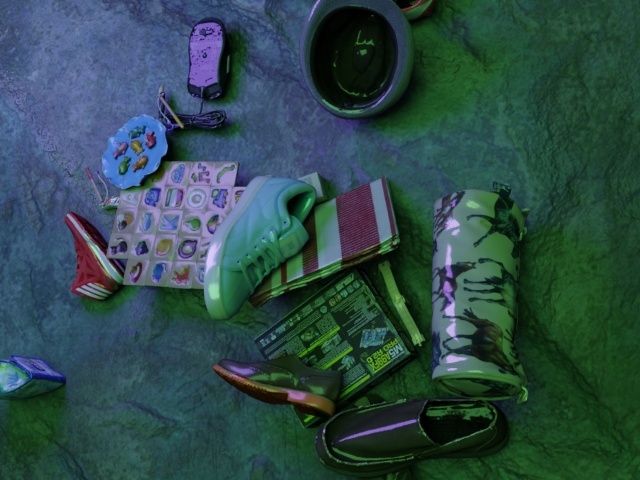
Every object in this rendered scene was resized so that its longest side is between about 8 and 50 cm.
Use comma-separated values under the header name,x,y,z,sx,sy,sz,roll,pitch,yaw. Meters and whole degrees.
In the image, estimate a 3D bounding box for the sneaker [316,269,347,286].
name,x,y,z,sx,sy,sz,roll,pitch,yaw
sneaker,-0.011,0.077,1.891,0.152,0.084,0.058,-38,33,-10

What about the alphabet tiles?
name,x,y,z,sx,sy,sz,roll,pitch,yaw
alphabet tiles,-0.300,-0.036,1.987,0.343,0.011,0.285,2,74,23

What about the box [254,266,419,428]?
name,x,y,z,sx,sy,sz,roll,pitch,yaw
box,0.027,0.215,1.855,0.270,0.060,0.216,-38,70,13

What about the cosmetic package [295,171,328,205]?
name,x,y,z,sx,sy,sz,roll,pitch,yaw
cosmetic package,-0.047,-0.097,1.971,0.115,0.041,0.060,-17,72,15

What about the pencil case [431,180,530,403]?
name,x,y,z,sx,sy,sz,roll,pitch,yaw
pencil case,0.295,0.099,1.692,0.184,0.160,0.410,0,61,10

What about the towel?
name,x,y,z,sx,sy,sz,roll,pitch,yaw
towel,0.000,0.000,1.874,0.329,0.037,0.237,-23,33,12

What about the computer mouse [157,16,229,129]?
name,x,y,z,sx,sy,sz,roll,pitch,yaw
computer mouse,-0.286,-0.370,2.111,0.184,0.060,0.262,-5,81,23

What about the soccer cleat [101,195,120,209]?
name,x,y,z,sx,sy,sz,roll,pitch,yaw
soccer cleat,-0.464,-0.085,2.119,0.083,0.029,0.035,-24,67,8

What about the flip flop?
name,x,y,z,sx,sy,sz,roll,pitch,yaw
flip flop,0.112,0.434,1.782,0.112,0.080,0.277,-11,58,-1

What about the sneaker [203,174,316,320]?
name,x,y,z,sx,sy,sz,roll,pitch,yaw
sneaker,-0.109,0.002,1.806,0.150,0.135,0.366,1,49,26

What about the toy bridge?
name,x,y,z,sx,sy,sz,roll,pitch,yaw
toy bridge,0.162,0.125,1.839,0.026,0.063,0.188,-28,70,11

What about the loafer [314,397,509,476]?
name,x,y,z,sx,sy,sz,roll,pitch,yaw
loafer,0.167,0.341,1.709,0.366,0.130,0.133,-10,58,0

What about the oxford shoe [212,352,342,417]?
name,x,y,z,sx,sy,sz,roll,pitch,yaw
oxford shoe,-0.083,0.269,1.823,0.271,0.097,0.098,14,67,21

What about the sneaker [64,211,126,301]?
name,x,y,z,sx,sy,sz,roll,pitch,yaw
sneaker,-0.540,0.045,2.085,0.128,0.087,0.221,-43,67,4

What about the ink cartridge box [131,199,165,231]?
name,x,y,z,sx,sy,sz,roll,pitch,yaw
ink cartridge box,-0.350,-0.012,2.046,0.104,0.060,0.180,-45,68,4

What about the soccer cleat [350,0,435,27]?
name,x,y,z,sx,sy,sz,roll,pitch,yaw
soccer cleat,0.124,-0.483,1.971,0.248,0.095,0.083,-18,73,14

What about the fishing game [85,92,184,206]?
name,x,y,z,sx,sy,sz,roll,pitch,yaw
fishing game,-0.423,-0.202,2.070,0.264,0.041,0.189,-40,53,10

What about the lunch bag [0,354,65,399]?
name,x,y,z,sx,sy,sz,roll,pitch,yaw
lunch bag,-0.664,0.305,2.045,0.151,0.129,0.096,-2,78,19

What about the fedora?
name,x,y,z,sx,sy,sz,roll,pitch,yaw
fedora,0.084,-0.392,1.917,0.244,0.124,0.275,10,113,14
